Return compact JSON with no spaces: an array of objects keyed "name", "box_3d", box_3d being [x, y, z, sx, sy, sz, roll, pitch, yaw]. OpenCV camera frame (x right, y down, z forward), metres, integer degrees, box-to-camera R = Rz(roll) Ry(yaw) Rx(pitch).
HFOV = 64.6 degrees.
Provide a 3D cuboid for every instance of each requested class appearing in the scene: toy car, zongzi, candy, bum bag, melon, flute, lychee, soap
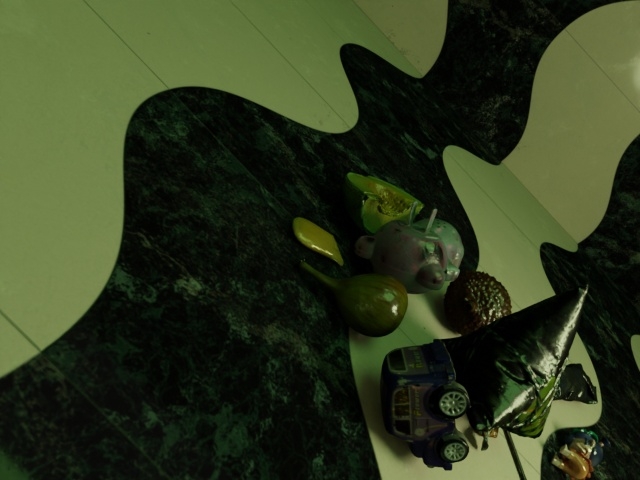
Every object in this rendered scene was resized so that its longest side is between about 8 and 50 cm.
[{"name":"toy car","box_3d":[0.199,0.324,1.000,0.172,0.158,0.235,-77,162,-76]},{"name":"zongzi","box_3d":[0.437,0.249,1.104,0.319,0.362,0.383,42,-1,20]},{"name":"candy","box_3d":[0.404,0.444,1.225,0.182,0.046,0.053,-30,96,-60]},{"name":"bum bag","box_3d":[0.788,0.453,1.629,0.310,0.074,0.137,15,57,-32]},{"name":"melon","box_3d":[0.141,-0.101,1.430,0.265,0.129,0.169,3,31,-44]},{"name":"flute","box_3d":[0.478,0.497,1.283,0.014,0.014,0.269,24,40,-32]},{"name":"lychee","box_3d":[0.433,0.178,1.401,0.200,0.200,0.238,61,17,20]},{"name":"soap","box_3d":[0.000,0.000,1.228,0.168,0.033,0.089,28,40,-30]}]

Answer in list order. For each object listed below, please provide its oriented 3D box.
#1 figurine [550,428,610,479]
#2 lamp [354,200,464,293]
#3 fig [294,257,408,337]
[{"name":"figurine","box_3d":[0.710,0.592,1.388,0.102,0.111,0.195,44,32,27]},{"name":"lamp","box_3d":[0.260,0.015,1.319,0.247,0.247,0.301,30,26,28]},{"name":"fig","box_3d":[0.073,0.103,1.112,0.259,0.151,0.151,37,34,-10]}]
